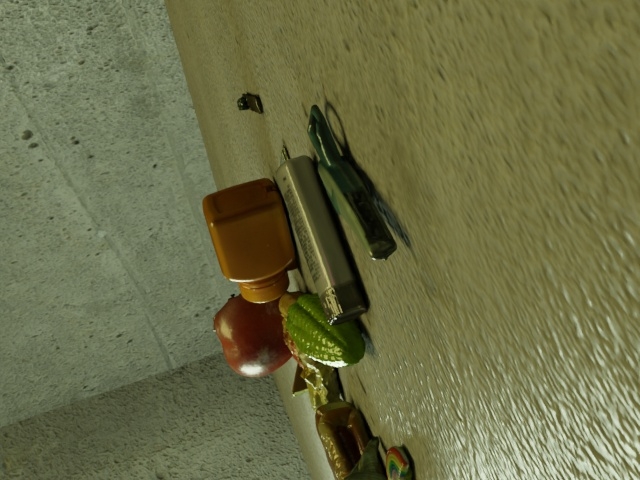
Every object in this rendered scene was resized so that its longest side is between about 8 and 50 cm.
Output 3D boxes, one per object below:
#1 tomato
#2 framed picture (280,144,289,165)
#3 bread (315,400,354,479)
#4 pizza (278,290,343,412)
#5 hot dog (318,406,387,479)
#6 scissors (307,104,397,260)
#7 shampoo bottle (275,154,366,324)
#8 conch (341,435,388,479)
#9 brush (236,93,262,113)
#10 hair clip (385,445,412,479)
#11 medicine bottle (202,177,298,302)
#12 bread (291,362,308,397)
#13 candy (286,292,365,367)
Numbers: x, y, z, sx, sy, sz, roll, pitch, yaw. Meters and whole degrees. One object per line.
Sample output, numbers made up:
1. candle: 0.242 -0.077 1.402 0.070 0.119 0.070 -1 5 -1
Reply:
1. tomato: -0.115 0.209 2.198 0.112 0.199 0.228 -117 3 -45
2. framed picture: -0.037 -0.054 1.725 0.142 0.011 0.183 105 146 -76
3. bread: 0.079 0.463 1.868 0.138 0.077 0.361 83 166 -61
4. pizza: -0.016 0.236 2.023 0.280 0.075 0.288 136 116 -83
5. hot dog: 0.065 0.392 1.782 0.073 0.084 0.242 82 168 -59
6. scissors: 0.031 -0.051 1.132 0.289 0.041 0.138 -114 7 -61
7. shampoo bottle: 0.000 0.000 1.418 0.086 0.056 0.227 105 146 -73
8. conch: 0.064 0.414 1.603 0.114 0.137 0.234 44 -170 4
9. brush: -0.133 -0.249 1.896 0.190 0.027 0.034 -140 31 -74
10. hair clip: 0.117 0.357 1.512 0.188 0.033 0.060 80 172 -45
11. medicine bottle: -0.131 0.005 2.014 0.112 0.149 0.222 -116 11 -54
12. bread: -0.042 0.254 2.214 0.074 0.084 0.139 95 157 -76
13. candy: 0.014 0.140 1.540 0.209 0.097 0.097 -149 41 -69
